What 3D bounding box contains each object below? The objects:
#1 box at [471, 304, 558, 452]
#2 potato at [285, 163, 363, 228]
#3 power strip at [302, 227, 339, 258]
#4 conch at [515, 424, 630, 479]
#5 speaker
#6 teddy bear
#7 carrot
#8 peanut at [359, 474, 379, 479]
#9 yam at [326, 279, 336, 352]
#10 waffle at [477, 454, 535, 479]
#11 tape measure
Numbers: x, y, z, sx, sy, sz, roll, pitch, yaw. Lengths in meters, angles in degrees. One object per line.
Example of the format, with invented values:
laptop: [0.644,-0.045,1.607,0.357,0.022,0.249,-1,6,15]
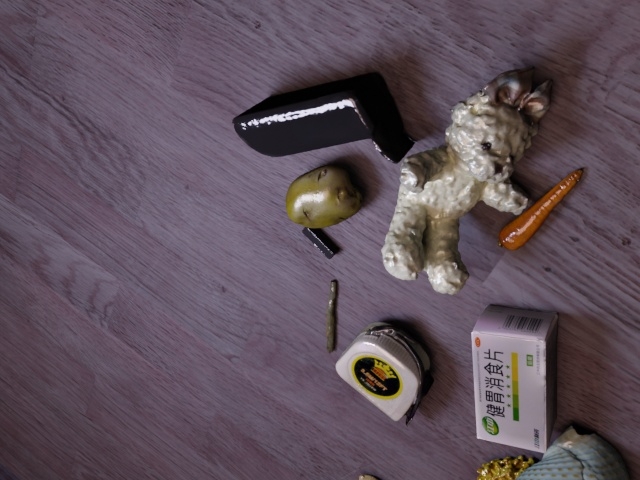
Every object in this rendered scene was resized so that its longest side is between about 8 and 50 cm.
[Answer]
box: [0.473,0.335,1.619,0.173,0.145,0.333,6,115,30]
potato: [0.005,-0.107,1.680,0.200,0.137,0.154,-15,105,32]
power strip: [0.000,0.000,1.795,0.111,0.038,0.029,46,127,5]
conch: [0.613,0.638,1.608,0.303,0.215,0.319,15,106,-2]
speaker: [0.007,-0.265,1.585,0.388,0.180,0.184,-5,115,31]
teddy bear: [0.323,-0.116,1.395,0.327,0.375,0.362,19,154,-28]
carrot: [0.487,-0.061,1.479,0.061,0.061,0.256,45,123,4]
peanut: [0.167,0.756,2.050,0.113,0.054,0.054,28,123,19]
yam: [0.029,0.215,1.890,0.027,0.029,0.234,2,115,-1]
waffle: [0.518,0.674,1.798,0.193,0.070,0.197,-9,107,32]
tape measure: [0.202,0.345,1.791,0.271,0.133,0.231,41,134,5]
